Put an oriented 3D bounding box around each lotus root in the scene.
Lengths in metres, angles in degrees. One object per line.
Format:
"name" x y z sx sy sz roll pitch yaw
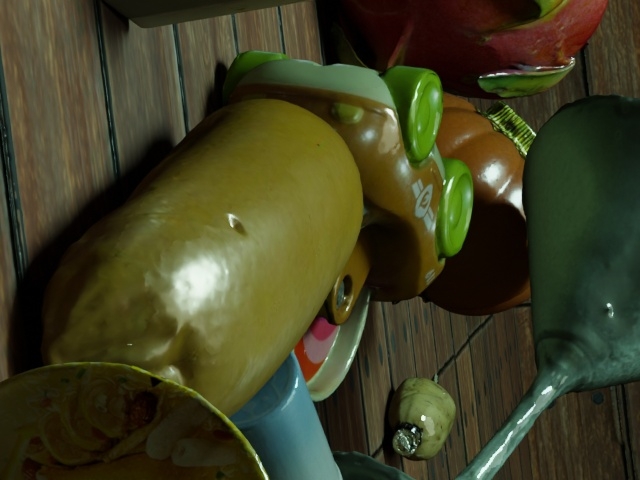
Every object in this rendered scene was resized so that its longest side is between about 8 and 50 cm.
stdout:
"lotus root" 0.100 0.173 1.828 0.152 0.063 0.072 -62 134 -65

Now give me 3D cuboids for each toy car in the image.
"toy car" 0.000 0.000 1.285 0.235 0.145 0.235 8 90 -69

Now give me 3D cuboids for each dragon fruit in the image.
"dragon fruit" 0.119 -0.269 1.696 0.189 0.290 0.291 -4 87 -44

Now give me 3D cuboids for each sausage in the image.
"sausage" -0.059 0.018 0.997 0.354 0.116 0.134 -57 151 -67

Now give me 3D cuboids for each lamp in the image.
"lamp" 0.114 -0.033 1.665 0.223 0.196 0.223 46 0 0

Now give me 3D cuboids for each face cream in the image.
"face cream" -0.023 0.160 1.170 0.250 0.077 0.077 71 17 -47

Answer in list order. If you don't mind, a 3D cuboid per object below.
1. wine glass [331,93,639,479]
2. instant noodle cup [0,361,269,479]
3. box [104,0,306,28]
"wine glass" 0.167 0.112 1.382 0.406 0.267 0.267 -48 138 -35
"instant noodle cup" -0.087 0.129 0.739 0.122 0.151 0.151 89 -2 -79
"box" -0.055 -0.231 1.061 0.058 0.141 0.201 33 49 -69
